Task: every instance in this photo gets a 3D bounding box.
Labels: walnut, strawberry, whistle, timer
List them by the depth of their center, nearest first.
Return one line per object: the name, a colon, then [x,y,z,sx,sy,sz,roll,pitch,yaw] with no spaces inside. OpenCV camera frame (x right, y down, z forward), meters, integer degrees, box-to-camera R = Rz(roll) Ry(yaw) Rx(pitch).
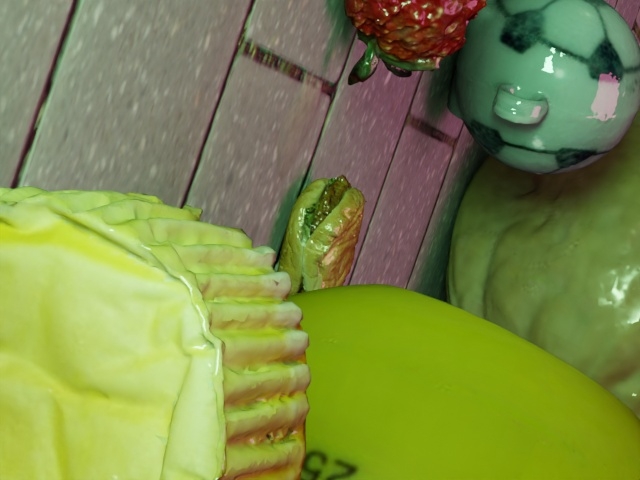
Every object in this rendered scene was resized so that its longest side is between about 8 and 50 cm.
timer: [0.008,0.226,0.971,0.387,0.376,0.376,-64,165,-12]
strawberry: [0.072,-0.186,1.169,0.140,0.085,0.192,68,42,-67]
whistle: [0.191,-0.139,1.533,0.290,0.163,0.163,-41,148,-63]
walnut: [0.285,0.037,1.794,0.381,0.381,0.381,20,90,-76]

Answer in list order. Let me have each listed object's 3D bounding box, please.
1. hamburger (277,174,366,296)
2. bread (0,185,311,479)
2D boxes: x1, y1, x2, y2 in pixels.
hamburger: [0.000,0.000,1.222,0.076,0.044,0.083,-45,150,-56]
bread: [-0.099,0.103,0.715,0.133,0.179,0.250,0,100,-67]
